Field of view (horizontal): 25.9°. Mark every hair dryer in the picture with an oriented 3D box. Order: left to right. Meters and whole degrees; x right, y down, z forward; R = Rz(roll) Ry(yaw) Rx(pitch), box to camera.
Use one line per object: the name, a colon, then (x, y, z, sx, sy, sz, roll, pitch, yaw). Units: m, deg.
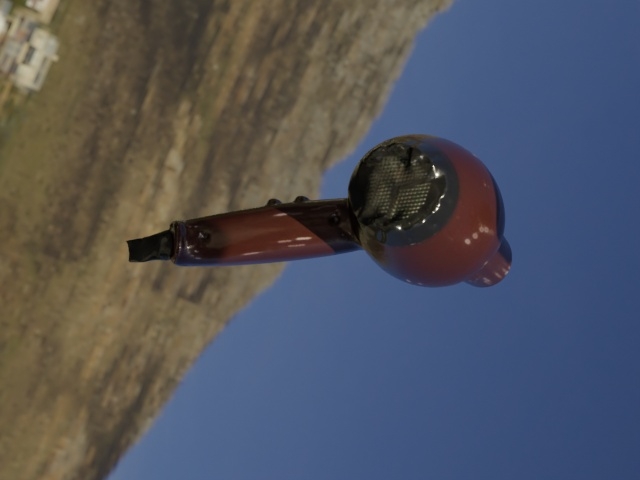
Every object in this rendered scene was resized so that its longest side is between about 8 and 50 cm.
hair dryer: (0.000, 0.000, 1.248, 0.312, 0.340, 0.123, 40, 45, -71)
